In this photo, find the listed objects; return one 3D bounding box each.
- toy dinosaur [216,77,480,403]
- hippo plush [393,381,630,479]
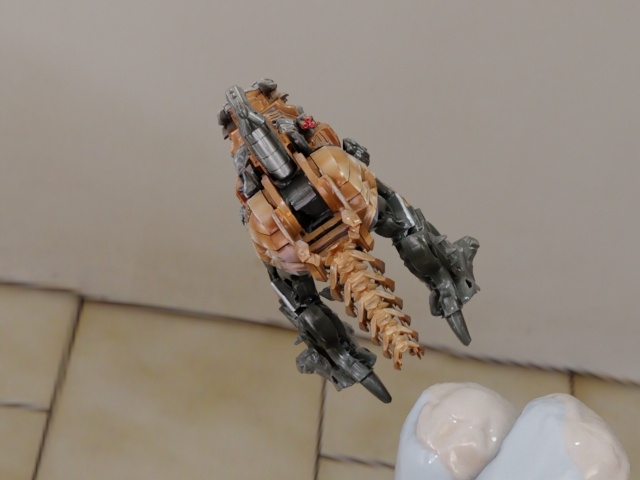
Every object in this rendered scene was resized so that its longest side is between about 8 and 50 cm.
[{"bbox_3d":[0.000,0.000,1.123,0.164,0.218,0.322,-23,36,20],"label":"toy dinosaur"},{"bbox_3d":[0.065,0.218,0.906,0.294,0.234,0.236,-6,7,30],"label":"hippo plush"}]
